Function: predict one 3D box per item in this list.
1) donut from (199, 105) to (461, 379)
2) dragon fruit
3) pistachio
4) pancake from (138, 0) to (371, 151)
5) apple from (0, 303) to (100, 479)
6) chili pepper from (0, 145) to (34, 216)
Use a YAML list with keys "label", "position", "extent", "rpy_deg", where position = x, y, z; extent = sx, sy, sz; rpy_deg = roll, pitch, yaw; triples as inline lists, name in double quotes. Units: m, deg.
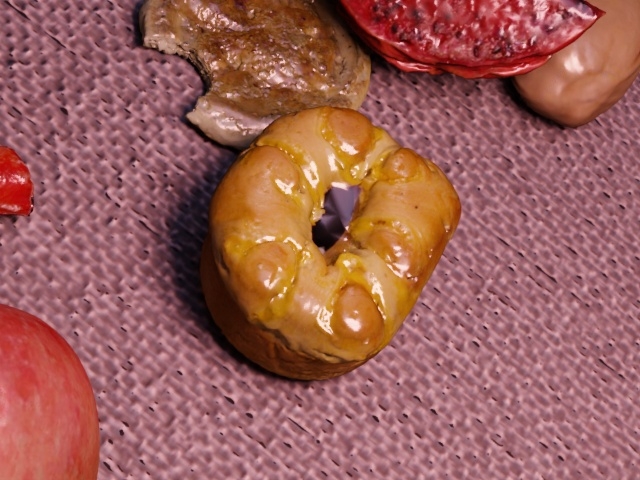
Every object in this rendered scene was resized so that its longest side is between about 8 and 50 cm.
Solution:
- label: "donut"
  position: [0.000, 0.000, 1.578]
  extent: [0.208, 0.128, 0.261]
  rpy_deg: [37, 52, 2]
- label: "dragon fruit"
  position: [0.116, -0.251, 1.779]
  extent: [0.317, 0.152, 0.205]
  rpy_deg: [30, 13, 2]
- label: "pistachio"
  position: [0.279, -0.209, 1.848]
  extent: [0.136, 0.136, 0.226]
  rpy_deg: [33, 47, -2]
- label: "pancake"
  position: [-0.058, -0.194, 1.733]
  extent: [0.253, 0.037, 0.254]
  rpy_deg: [12, 55, -17]
- label: "apple"
  position: [-0.320, 0.184, 1.206]
  extent: [0.344, 0.345, 0.269]
  rpy_deg: [-3, 82, -26]
- label: "chili pepper"
  position: [-0.314, -0.046, 1.504]
  extent: [0.123, 0.070, 0.073]
  rpy_deg: [-12, 82, -32]
